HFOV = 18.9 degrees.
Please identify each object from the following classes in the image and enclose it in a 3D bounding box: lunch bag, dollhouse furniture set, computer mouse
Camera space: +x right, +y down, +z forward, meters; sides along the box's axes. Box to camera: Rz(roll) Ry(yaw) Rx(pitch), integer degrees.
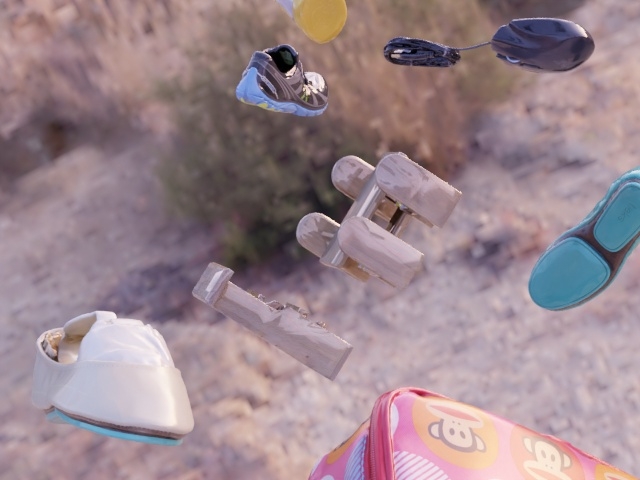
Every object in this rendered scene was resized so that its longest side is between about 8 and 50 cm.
[{"bbox_3d":[0.130,0.247,1.220,0.120,0.293,0.258,-49,28,36],"label":"lunch bag"},{"bbox_3d":[0.000,0.000,2.029,0.242,0.161,0.212,-59,11,-4],"label":"dollhouse furniture set"},{"bbox_3d":[0.176,-0.198,2.045,0.242,0.071,0.041,-2,66,31],"label":"computer mouse"}]

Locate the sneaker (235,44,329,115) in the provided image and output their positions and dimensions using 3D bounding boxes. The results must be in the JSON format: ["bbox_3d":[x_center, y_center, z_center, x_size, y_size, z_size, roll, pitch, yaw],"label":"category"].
[{"bbox_3d":[-0.036,-0.193,2.296,0.067,0.078,0.188,21,10,23],"label":"sneaker"}]

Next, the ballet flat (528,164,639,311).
[{"bbox_3d":[0.336,-0.003,2.236,0.087,0.083,0.247,-32,-14,-45],"label":"ballet flat"}]

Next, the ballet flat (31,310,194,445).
[{"bbox_3d":[-0.141,0.086,1.258,0.086,0.086,0.248,-34,11,-20],"label":"ballet flat"}]

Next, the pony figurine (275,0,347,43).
[{"bbox_3d":[-0.140,-0.332,1.418,0.303,0.351,0.363,-46,46,-12],"label":"pony figurine"}]
